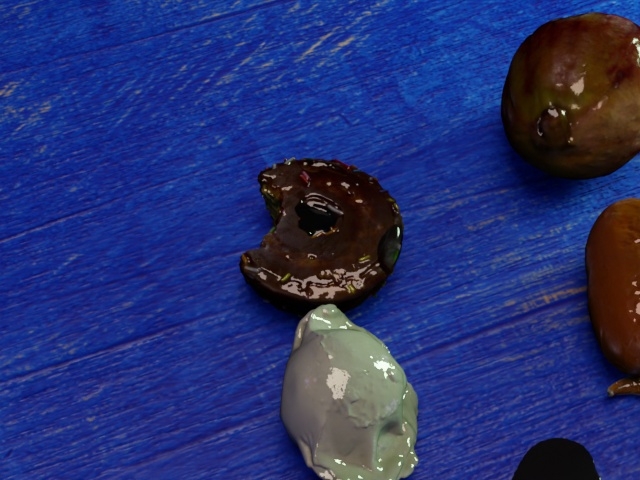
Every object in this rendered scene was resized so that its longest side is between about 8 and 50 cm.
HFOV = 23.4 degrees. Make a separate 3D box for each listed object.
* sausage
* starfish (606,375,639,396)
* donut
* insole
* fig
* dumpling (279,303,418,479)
[{"bbox_3d":[0.405,0.056,1.994,0.133,0.133,0.258,1,55,-1],"label":"sausage"},{"bbox_3d":[0.489,0.220,1.933,0.247,0.050,0.138,-7,56,3],"label":"starfish"},{"bbox_3d":[0.000,0.001,2.042,0.216,0.096,0.230,1,55,-4],"label":"donut"},{"bbox_3d":[0.272,0.361,1.803,0.119,0.009,0.348,-2,40,9],"label":"insole"},{"bbox_3d":[0.354,-0.196,2.120,0.224,0.224,0.263,35,65,21],"label":"fig"},{"bbox_3d":[0.046,0.192,1.895,0.193,0.147,0.258,11,50,-30],"label":"dumpling"}]
